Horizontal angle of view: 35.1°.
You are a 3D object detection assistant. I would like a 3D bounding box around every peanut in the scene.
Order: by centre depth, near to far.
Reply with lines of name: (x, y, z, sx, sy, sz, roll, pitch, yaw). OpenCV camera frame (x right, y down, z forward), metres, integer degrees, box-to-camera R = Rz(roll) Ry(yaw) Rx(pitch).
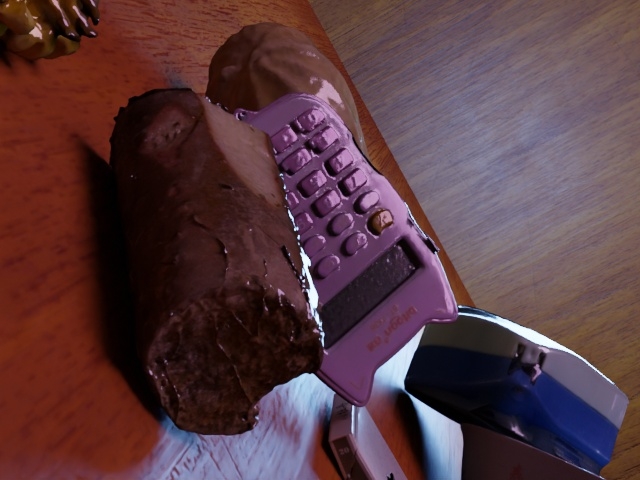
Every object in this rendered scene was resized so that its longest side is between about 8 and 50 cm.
peanut: (-0.013, -0.068, 1.077, 0.340, 0.158, 0.174, 64, -13, -10)

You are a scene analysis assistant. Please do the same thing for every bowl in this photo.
bowl: (0.304, 0.376, 1.288, 0.345, 0.157, 0.345, 26, -12, 6)

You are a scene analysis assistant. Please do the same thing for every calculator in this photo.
calculator: (0.000, 0.000, 0.964, 0.294, 0.194, 0.043, 56, -25, -10)

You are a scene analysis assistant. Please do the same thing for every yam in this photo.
yam: (-0.077, 0.006, 0.703, 0.238, 0.129, 0.128, -106, -161, -46)

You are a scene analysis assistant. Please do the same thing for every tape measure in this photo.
tape measure: (0.251, 0.196, 1.360, 0.262, 0.138, 0.259, 16, -17, 49)

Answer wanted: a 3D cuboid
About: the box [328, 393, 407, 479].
box: (0.065, 0.248, 0.988, 0.198, 0.029, 0.109, 61, 11, -12)

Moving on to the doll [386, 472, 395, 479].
doll: (0.087, 0.304, 0.852, 0.091, 0.067, 0.219, 73, -2, -84)

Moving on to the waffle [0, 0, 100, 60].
waffle: (-0.257, -0.259, 0.674, 0.329, 0.062, 0.329, 58, 13, -22)
